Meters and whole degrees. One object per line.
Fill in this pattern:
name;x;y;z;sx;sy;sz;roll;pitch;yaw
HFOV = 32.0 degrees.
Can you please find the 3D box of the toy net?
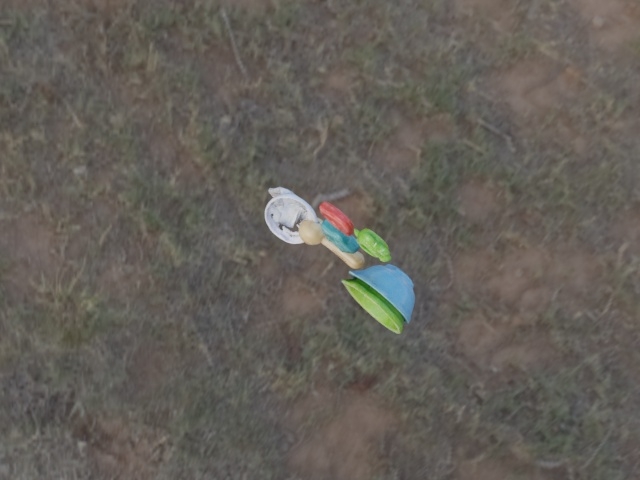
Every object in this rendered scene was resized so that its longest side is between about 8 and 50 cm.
toy net;0.000;0.000;1.057;0.045;0.122;0.232;-48;44;-8
